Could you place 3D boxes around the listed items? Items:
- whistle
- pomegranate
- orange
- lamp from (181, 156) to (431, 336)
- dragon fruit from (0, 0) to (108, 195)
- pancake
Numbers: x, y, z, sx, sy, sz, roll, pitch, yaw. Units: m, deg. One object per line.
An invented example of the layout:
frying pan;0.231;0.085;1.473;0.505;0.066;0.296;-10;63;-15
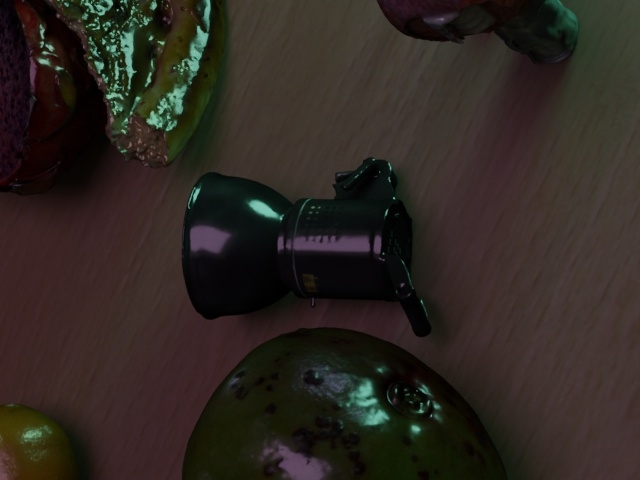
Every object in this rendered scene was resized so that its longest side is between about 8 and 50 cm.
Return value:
whistle;0.141;-0.220;1.514;0.142;0.346;0.133;-32;67;19
pomegranate;-0.007;0.236;1.543;0.323;0.291;0.290;-40;65;15
orange;-0.326;0.244;1.789;0.156;0.124;0.156;-4;81;28
lamp;0.000;0.000;1.677;0.227;0.147;0.172;0;57;19
dragon fruit;-0.286;-0.157;1.854;0.218;0.148;0.223;-14;82;56
pancake;-0.204;-0.227;1.776;0.057;0.244;0.266;-32;33;50
